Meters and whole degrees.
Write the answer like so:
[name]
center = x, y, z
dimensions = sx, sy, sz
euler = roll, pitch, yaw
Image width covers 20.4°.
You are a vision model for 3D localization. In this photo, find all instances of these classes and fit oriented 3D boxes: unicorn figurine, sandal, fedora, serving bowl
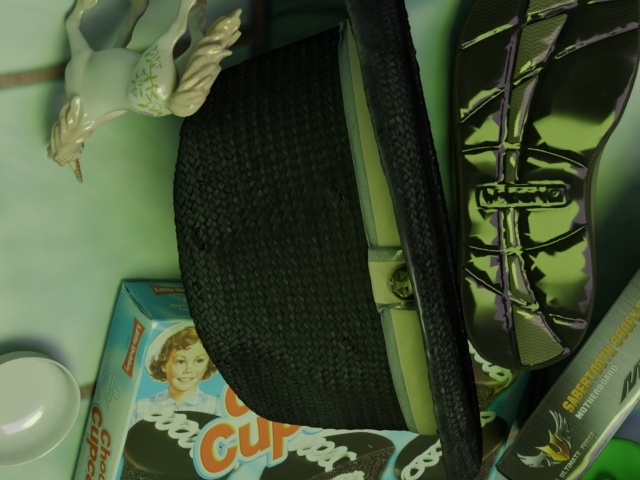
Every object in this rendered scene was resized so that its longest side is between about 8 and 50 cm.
[unicorn figurine]
center = -0.115, -0.097, 1.033
dimensions = 0.060, 0.162, 0.111
euler = 19, 80, -32
[sandal]
center = 0.141, -0.062, 1.211
dimensions = 0.120, 0.086, 0.303
euler = 7, 109, 2
[fedora]
center = 0.000, 0.000, 1.076
dimensions = 0.152, 0.334, 0.334
euler = -9, 127, 6
[serving bowl]
center = -0.198, 0.104, 1.147
dimensions = 0.083, 0.027, 0.083
euler = -15, 125, -22

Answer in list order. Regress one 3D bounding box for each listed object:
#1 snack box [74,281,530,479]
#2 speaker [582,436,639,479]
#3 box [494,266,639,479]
[snack box]
center = -0.006, 0.123, 1.253
dimensions = 0.322, 0.060, 0.187
euler = 1, 116, -31
[speaker]
center = 0.274, 0.293, 1.483
dimensions = 0.131, 0.131, 0.296
euler = -36, 130, -7
[box]
center = 0.224, 0.078, 1.301
dimensions = 0.231, 0.056, 0.183
euler = -55, 171, 9
